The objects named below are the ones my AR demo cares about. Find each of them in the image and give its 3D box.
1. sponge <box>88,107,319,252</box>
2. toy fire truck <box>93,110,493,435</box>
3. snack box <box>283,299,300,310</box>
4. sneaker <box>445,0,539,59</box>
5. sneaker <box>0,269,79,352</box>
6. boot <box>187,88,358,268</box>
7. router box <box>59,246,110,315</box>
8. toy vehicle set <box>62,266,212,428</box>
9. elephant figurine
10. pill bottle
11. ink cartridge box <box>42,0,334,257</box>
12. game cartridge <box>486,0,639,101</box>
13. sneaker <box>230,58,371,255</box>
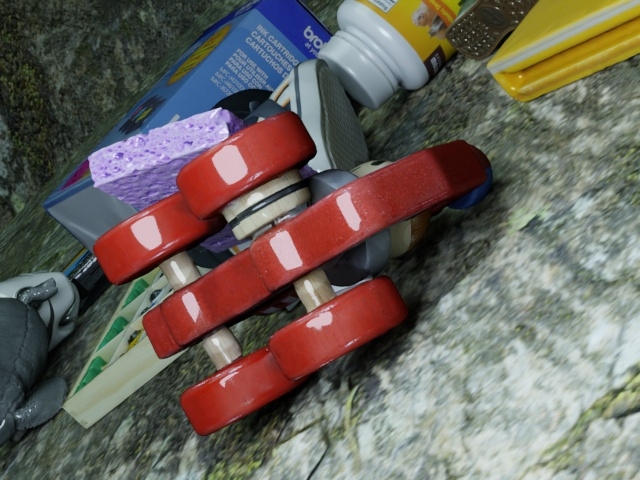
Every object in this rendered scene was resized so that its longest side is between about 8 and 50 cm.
[{"bbox_3d":[-0.080,-0.044,1.427,0.117,0.031,0.210,-18,-20,18],"label":"sponge"},{"bbox_3d":[0.000,0.000,1.358,0.254,0.169,0.302,-28,-4,-42],"label":"toy fire truck"},{"bbox_3d":[-0.039,0.032,1.643,0.064,0.022,0.178,-45,12,-13],"label":"snack box"},{"bbox_3d":[0.187,-0.235,1.678,0.086,0.064,0.192,-56,13,-25],"label":"sneaker"},{"bbox_3d":[-0.369,0.107,2.275,0.146,0.122,0.330,-25,-1,-18],"label":"sneaker"},{"bbox_3d":[-0.089,-0.067,1.892,0.246,0.094,0.207,-49,21,-19],"label":"boot"},{"bbox_3d":[-0.274,0.013,2.384,0.179,0.046,0.133,-46,12,-4],"label":"router box"},{"bbox_3d":[-0.162,0.070,1.876,0.166,0.035,0.267,-39,14,25],"label":"toy vehicle set"},{"bbox_3d":[-0.360,0.171,1.993,0.169,0.186,0.239,-4,20,-12],"label":"elephant figurine"},{"bbox_3d":[0.099,-0.234,1.837,0.215,0.117,0.117,-47,13,-8],"label":"pill bottle"},{"bbox_3d":[-0.129,-0.149,2.224,0.395,0.151,0.270,-48,13,-22],"label":"ink cartridge box"},{"bbox_3d":[0.304,-0.259,1.447,0.324,0.053,0.285,-48,13,-26],"label":"game cartridge"},{"bbox_3d":[-0.032,-0.077,1.675,0.127,0.126,0.321,-25,14,11],"label":"sneaker"}]
